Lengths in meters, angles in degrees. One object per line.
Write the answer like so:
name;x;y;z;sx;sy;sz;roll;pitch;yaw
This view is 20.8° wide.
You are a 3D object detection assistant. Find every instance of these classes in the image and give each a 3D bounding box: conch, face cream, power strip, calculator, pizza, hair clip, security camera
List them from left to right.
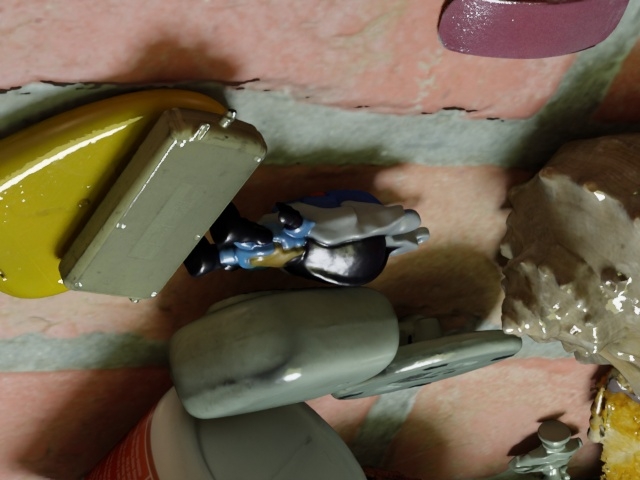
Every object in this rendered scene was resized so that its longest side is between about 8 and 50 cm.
calculator;-0.159;-0.024;1.123;0.235;0.032;0.146;-26;143;2
power strip;-0.098;-0.026;1.107;0.076;0.028;0.169;11;131;-39
face cream;-0.084;0.225;1.332;0.201;0.201;0.187;16;129;-40
security camera;0.026;0.077;1.304;0.157;0.080;0.301;-24;163;40
hair clip;0.143;-0.144;1.138;0.137;0.022;0.054;-5;143;-22
pizza;0.316;0.213;1.597;0.288;0.074;0.251;40;145;-13
conch;0.268;0.025;1.300;0.324;0.186;0.263;-8;159;-17

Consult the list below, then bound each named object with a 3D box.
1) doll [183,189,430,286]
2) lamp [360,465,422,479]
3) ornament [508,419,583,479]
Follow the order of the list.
doll;0.000;0.000;1.200;0.195;0.070;0.096;0;153;-38
lamp;0.032;0.294;1.487;0.227;0.227;0.227;-14;143;-11
ornament;0.209;0.201;1.589;0.068;0.041;0.092;-33;133;5
